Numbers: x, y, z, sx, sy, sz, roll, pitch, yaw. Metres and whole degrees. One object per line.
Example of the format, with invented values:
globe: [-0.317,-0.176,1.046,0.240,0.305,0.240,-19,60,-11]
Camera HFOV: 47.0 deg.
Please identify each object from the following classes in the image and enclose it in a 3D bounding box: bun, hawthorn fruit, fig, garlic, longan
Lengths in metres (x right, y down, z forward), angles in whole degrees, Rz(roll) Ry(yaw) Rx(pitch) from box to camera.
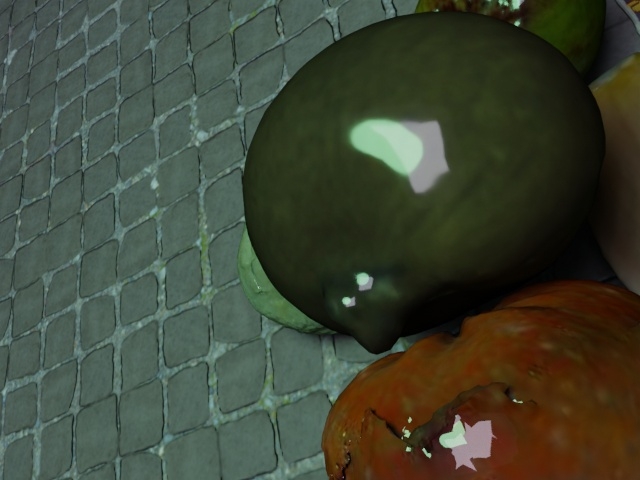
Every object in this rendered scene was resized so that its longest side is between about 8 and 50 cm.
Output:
bun: [-0.003,0.000,0.794,0.221,0.108,0.221,-16,62,32]
hawthorn fruit: [0.151,0.191,0.509,0.276,0.276,0.307,-18,88,30]
fig: [0.187,-0.217,0.718,0.181,0.181,0.191,26,63,41]
garlic: [0.295,-0.024,0.578,0.143,0.112,0.318,-55,46,33]
longan: [0.071,-0.047,0.585,0.300,0.243,0.300,-45,18,19]

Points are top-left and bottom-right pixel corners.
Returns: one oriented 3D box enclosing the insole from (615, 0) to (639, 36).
insole: [0.333,-0.199,0.700,0.065,0.004,0.197,-27,56,25]
